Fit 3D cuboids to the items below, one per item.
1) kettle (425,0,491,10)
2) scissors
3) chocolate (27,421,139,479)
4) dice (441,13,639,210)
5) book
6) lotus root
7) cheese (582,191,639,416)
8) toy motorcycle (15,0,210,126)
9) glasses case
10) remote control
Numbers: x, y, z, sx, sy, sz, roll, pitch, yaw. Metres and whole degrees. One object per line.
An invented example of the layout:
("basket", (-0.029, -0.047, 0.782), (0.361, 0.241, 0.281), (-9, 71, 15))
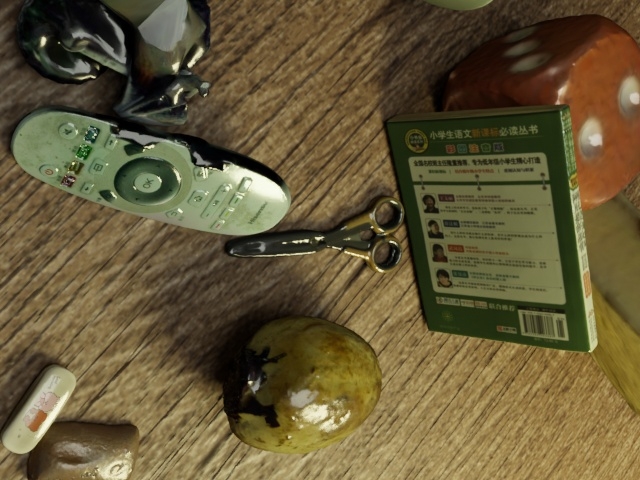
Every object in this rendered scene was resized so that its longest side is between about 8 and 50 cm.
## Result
("kettle", (0.191, -0.407, 0.736), (0.205, 0.265, 0.318), (43, 77, -6))
("scissors", (0.000, 0.000, 0.835), (0.220, 0.017, 0.088), (-5, 103, -32))
("chocolate", (-0.214, 0.200, 0.726), (0.101, 0.031, 0.064), (17, 86, -33))
("dice", (0.259, -0.140, 0.882), (0.179, 0.174, 0.174), (-36, 116, -22))
("book", (0.182, -0.010, 0.843), (0.027, 0.202, 0.264), (-33, 117, -43))
("lotus root", (-0.006, 0.144, 0.801), (0.214, 0.138, 0.138), (2, 99, -45))
("cheese", (0.405, 0.118, 0.922), (0.104, 0.384, 0.384), (-34, 119, 1))
("toy motorcycle", (-0.111, -0.201, 0.659), (0.270, 0.106, 0.159), (-38, 114, -5))
("glasses case", (-0.249, 0.149, 0.696), (0.032, 0.021, 0.083), (39, 78, -31))
("remote control", (-0.141, -0.061, 0.699), (0.256, 0.045, 0.097), (17, 129, -34))
